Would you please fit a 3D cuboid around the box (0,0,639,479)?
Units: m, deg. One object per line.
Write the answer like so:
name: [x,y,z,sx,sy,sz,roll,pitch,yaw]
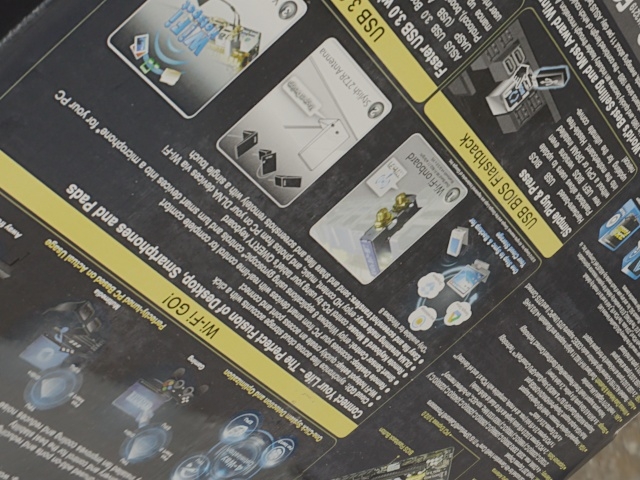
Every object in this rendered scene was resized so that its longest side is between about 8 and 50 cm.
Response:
box: [0.000,0.000,0.564,0.318,0.097,0.395,-44,142,3]
